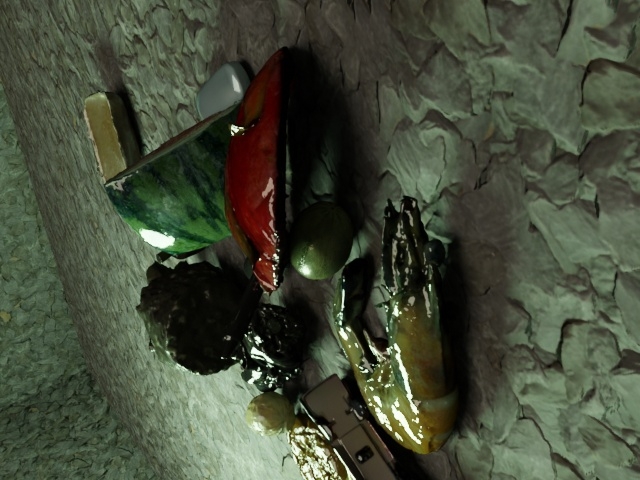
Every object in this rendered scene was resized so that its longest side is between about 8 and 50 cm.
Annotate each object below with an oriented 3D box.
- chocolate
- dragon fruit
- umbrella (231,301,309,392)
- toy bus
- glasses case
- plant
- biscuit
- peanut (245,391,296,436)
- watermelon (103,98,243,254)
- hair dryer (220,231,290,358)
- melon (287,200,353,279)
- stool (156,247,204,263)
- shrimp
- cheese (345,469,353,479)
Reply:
[{"bbox_3d":[-0.505,-0.245,1.517,0.161,0.083,0.261,6,112,45],"label":"chocolate"},{"bbox_3d":[-0.086,-0.081,0.856,0.282,0.100,0.343,-100,12,-58],"label":"dragon fruit"},{"bbox_3d":[-0.116,0.227,1.198,0.154,0.128,0.336,38,150,2],"label":"umbrella"},{"bbox_3d":[0.077,0.360,1.023,0.274,0.090,0.112,53,173,23],"label":"toy bus"},{"bbox_3d":[-0.167,-0.245,1.035,0.178,0.045,0.067,-19,97,58],"label":"glasses case"},{"bbox_3d":[-0.294,0.161,1.348,0.312,0.213,0.215,17,127,52],"label":"plant"},{"bbox_3d":[-0.004,0.466,1.280,0.226,0.042,0.225,37,139,41],"label":"biscuit"},{"bbox_3d":[-0.107,0.365,1.277,0.214,0.099,0.090,130,136,-70],"label":"peanut"},{"bbox_3d":[-0.215,-0.110,1.035,0.212,0.262,0.201,66,175,-35],"label":"watermelon"},{"bbox_3d":[-0.117,0.101,1.040,0.071,0.248,0.114,24,146,-7],"label":"hair dryer"},{"bbox_3d":[0.000,0.000,0.899,0.098,0.098,0.130,46,144,29],"label":"melon"},{"bbox_3d":[-0.343,-0.016,1.396,0.217,0.121,0.125,-6,107,52],"label":"stool"},{"bbox_3d":[0.098,0.116,0.861,0.272,0.085,0.444,41,146,44],"label":"shrimp"},{"bbox_3d":[0.058,0.466,1.173,0.044,0.030,0.083,18,111,1],"label":"cheese"}]
